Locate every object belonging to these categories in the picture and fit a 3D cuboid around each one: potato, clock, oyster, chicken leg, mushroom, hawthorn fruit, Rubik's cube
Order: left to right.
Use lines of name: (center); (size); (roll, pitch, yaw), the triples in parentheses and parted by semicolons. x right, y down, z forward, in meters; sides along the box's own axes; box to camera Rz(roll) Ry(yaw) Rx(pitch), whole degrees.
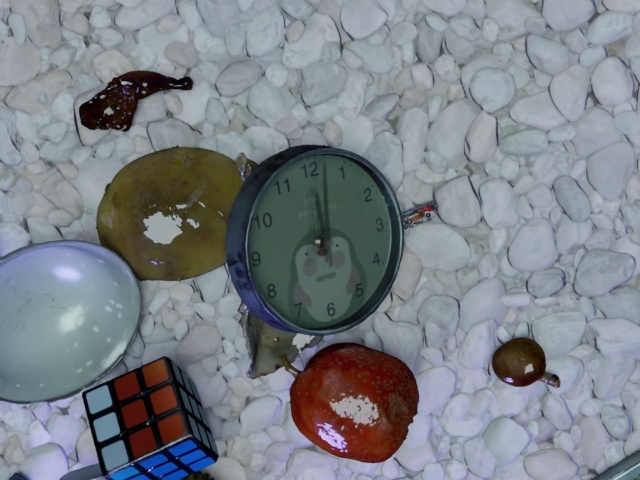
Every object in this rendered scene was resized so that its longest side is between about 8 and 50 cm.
chicken leg: (-0.327, -0.251, 1.412); (0.205, 0.053, 0.093); (-29, 117, 12)
Rubik's cube: (-0.286, 0.318, 1.381); (0.160, 0.162, 0.163); (-24, 62, -2)
potato: (-0.259, -0.046, 1.403); (0.299, 0.116, 0.239); (-12, 91, 2)
oyster: (-0.057, 0.044, 1.407); (0.204, 0.111, 0.396); (-5, 103, -30)
clock: (-0.001, 0.000, 1.333); (0.319, 0.066, 0.319); (-3, 96, -32)
hawthorn fruit: (0.038, 0.264, 1.380); (0.253, 0.205, 0.205); (22, 97, 5)
mushroom: (0.369, 0.220, 1.422); (0.129, 0.073, 0.088); (22, 67, -2)

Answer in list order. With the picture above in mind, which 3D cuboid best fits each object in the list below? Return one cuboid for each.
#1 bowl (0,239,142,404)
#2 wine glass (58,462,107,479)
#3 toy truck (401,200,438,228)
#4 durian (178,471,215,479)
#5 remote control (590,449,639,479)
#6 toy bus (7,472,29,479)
bowl: (-0.482, 0.113, 1.391); (0.313, 0.146, 0.313); (-19, 124, -31)
wine glass: (-0.381, 0.503, 1.444); (0.165, 0.165, 0.196); (-10, 92, 4)
toy truck: (0.169, -0.044, 1.424); (0.083, 0.024, 0.032); (-19, 66, 7)
durian: (-0.213, 0.485, 1.460); (0.132, 0.106, 0.375); (-43, 89, 12)
remote control: (0.603, 0.441, 1.446); (0.344, 0.050, 0.145); (-35, 94, 5)
toy bus: (-0.595, 0.510, 1.497); (0.047, 0.065, 0.166); (33, 95, -2)
